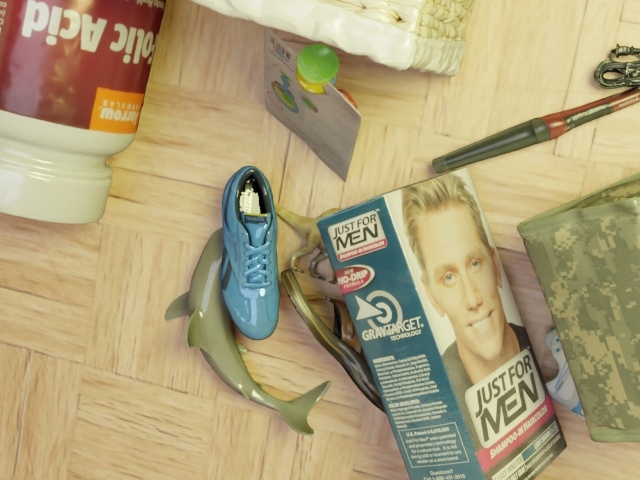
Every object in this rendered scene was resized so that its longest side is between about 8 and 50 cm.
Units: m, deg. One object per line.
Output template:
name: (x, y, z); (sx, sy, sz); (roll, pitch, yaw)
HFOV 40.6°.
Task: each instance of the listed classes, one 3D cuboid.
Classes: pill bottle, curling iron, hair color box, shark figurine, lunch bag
pill bottle: (-0.313, -0.232, 1.037); (0.224, 0.224, 0.392); (18, 101, 13)
curling iron: (0.254, -0.142, 0.988); (0.274, 0.035, 0.068); (-26, 84, 16)
hair color box: (0.140, 0.107, 0.963); (0.105, 0.174, 0.347); (-20, 90, 42)
shark figurine: (-0.119, 0.136, 1.083); (0.166, 0.116, 0.278); (-29, 86, 18)
lunch bag: (0.369, 0.040, 0.860); (0.169, 0.287, 0.235); (-16, 95, 52)

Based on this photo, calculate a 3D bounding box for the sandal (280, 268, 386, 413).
sandal: (0.031, 0.116, 1.055); (0.060, 0.090, 0.219); (-41, 87, -5)

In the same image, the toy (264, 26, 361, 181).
toy: (0.001, -0.158, 0.969); (0.137, 0.237, 0.056); (44, 82, 7)

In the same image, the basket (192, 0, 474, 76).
basket: (0.012, -0.340, 0.871); (0.328, 0.331, 0.266); (22, 105, 12)

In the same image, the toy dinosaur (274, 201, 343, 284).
toy dinosaur: (0.000, 0.000, 1.074); (0.183, 0.053, 0.092); (19, 87, 27)

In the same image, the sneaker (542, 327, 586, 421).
sneaker: (0.303, 0.106, 0.985); (0.083, 0.071, 0.191); (23, 99, 21)

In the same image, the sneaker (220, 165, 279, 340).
sneaker: (-0.083, 0.014, 1.033); (0.069, 0.082, 0.209); (-3, 81, -13)
